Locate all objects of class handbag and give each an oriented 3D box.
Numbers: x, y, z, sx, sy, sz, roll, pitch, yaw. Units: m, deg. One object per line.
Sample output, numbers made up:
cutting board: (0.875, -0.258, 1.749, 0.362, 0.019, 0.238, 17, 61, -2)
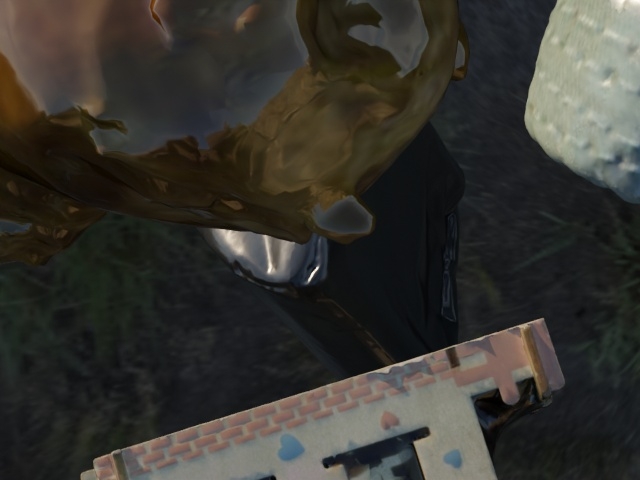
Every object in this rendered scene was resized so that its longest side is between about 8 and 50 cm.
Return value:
handbag: (-0.003, -0.001, 1.459, 0.177, 0.302, 0.275, -4, 62, 26)

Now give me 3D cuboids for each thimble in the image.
thimble: (0.271, -0.133, 1.386, 0.204, 0.250, 0.172, 15, 112, -6)

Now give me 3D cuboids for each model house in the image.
model house: (0.027, 0.215, 1.197, 0.326, 0.169, 0.244, -17, 78, -5)

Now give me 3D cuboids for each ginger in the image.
ginger: (-0.098, -0.153, 0.556, 0.274, 0.152, 0.358, -18, 89, 52)
